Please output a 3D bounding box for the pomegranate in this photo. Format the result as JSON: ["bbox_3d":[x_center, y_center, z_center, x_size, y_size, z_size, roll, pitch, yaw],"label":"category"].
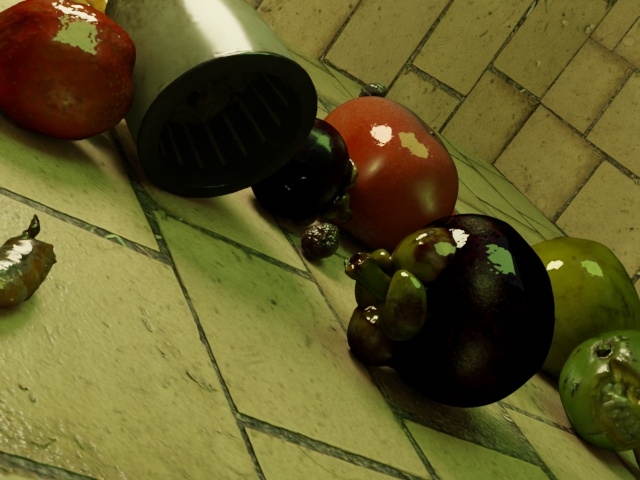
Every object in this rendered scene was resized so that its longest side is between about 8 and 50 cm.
[{"bbox_3d":[0.573,0.308,1.918,0.301,0.236,0.236,58,12,-10],"label":"pomegranate"}]

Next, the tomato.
[{"bbox_3d":[0.137,-0.128,2.109,0.341,0.272,0.341,33,15,-10],"label":"tomato"}]

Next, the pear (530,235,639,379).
[{"bbox_3d":[0.520,0.157,2.133,0.375,0.287,0.287,55,20,13],"label":"pear"}]

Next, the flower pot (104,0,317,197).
[{"bbox_3d":[-0.203,-0.281,1.689,0.294,0.293,0.330,18,34,-49],"label":"flower pot"}]

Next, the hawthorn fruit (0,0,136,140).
[{"bbox_3d":[-0.390,-0.246,1.489,0.253,0.205,0.205,5,33,-44],"label":"hawthorn fruit"}]

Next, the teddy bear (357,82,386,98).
[{"bbox_3d":[0.103,-0.224,2.442,0.144,0.251,0.171,28,31,-23],"label":"teddy bear"}]

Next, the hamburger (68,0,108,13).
[{"bbox_3d":[-0.386,-0.424,2.087,0.319,0.158,0.318,32,17,-11],"label":"hamburger"}]

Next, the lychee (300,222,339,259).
[{"bbox_3d":[0.000,0.000,1.819,0.067,0.068,0.083,18,-2,4],"label":"lychee"}]

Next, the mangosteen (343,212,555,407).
[{"bbox_3d":[0.195,0.113,1.561,0.297,0.314,0.297,54,-19,28],"label":"mangosteen"}]

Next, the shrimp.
[{"bbox_3d":[-0.340,0.010,1.077,0.132,0.051,0.187,37,18,1],"label":"shrimp"}]

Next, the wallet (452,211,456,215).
[{"bbox_3d":[0.263,-0.066,2.337,0.142,0.045,0.204,26,21,-36],"label":"wallet"}]

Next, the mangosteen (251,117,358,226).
[{"bbox_3d":[-0.020,-0.117,1.910,0.230,0.194,0.194,38,11,-34],"label":"mangosteen"}]
